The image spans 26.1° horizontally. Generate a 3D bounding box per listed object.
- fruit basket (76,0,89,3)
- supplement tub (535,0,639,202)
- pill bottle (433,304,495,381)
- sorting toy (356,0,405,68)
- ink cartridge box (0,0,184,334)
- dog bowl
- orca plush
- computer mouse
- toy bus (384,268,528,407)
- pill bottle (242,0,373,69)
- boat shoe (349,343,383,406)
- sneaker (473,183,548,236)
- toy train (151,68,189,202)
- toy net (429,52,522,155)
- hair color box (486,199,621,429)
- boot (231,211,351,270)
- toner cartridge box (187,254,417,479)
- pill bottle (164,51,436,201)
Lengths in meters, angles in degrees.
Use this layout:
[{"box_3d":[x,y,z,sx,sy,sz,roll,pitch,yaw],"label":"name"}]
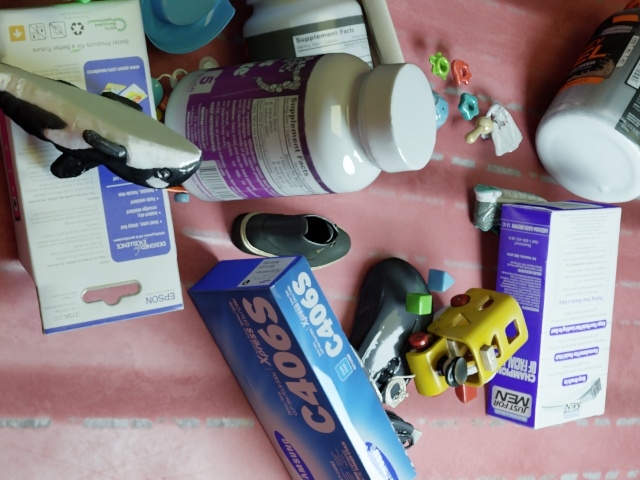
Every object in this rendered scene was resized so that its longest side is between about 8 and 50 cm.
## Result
[{"box_3d":[-0.292,-0.497,1.522,0.392,0.283,0.392,-9,107,-32],"label":"fruit basket"},{"box_3d":[0.511,-0.242,2.286,0.207,0.207,0.338,53,54,-27],"label":"supplement tub"},{"box_3d":[0.217,0.159,2.074,0.067,0.067,0.120,-51,120,-33],"label":"pill bottle"},{"box_3d":[0.075,-0.281,1.883,0.038,0.208,0.193,-21,104,-8],"label":"sorting toy"},{"box_3d":[-0.273,-0.088,1.596,0.175,0.069,0.371,-10,92,-27],"label":"ink cartridge box"},{"box_3d":[-0.138,-0.374,1.687,0.297,0.074,0.166,-56,148,3],"label":"dog bowl"},{"box_3d":[-0.280,-0.106,1.507,0.287,0.151,0.102,16,114,-28],"label":"orca plush"},{"box_3d":[0.106,0.154,1.965,0.188,0.072,0.272,28,68,-38],"label":"computer mouse"},{"box_3d":[0.205,0.155,1.947,0.191,0.104,0.202,17,84,-45],"label":"toy bus"},{"box_3d":[-0.013,-0.229,1.818,0.161,0.161,0.283,-18,99,-43],"label":"pill bottle"},{"box_3d":[0.017,0.167,1.865,0.206,0.075,0.065,57,26,-2],"label":"boat shoe"},{"box_3d":[0.296,-0.043,2.179,0.166,0.065,0.076,7,99,-40],"label":"sneaker"},{"box_3d":[-0.206,-0.129,1.709,0.125,0.046,0.166,-4,93,-45],"label":"toy train"},{"box_3d":[0.227,-0.203,2.128,0.232,0.045,0.122,19,73,-43],"label":"toy net"},{"box_3d":[0.365,0.111,2.155,0.185,0.110,0.339,-3,98,-44],"label":"hair color box"},{"box_3d":[0.000,0.000,1.830,0.198,0.137,0.077,2,86,-44],"label":"boot"},{"box_3d":[-0.022,0.185,1.778,0.075,0.165,0.348,-43,115,-36],"label":"toner cartridge box"},{"box_3d":[-0.022,-0.137,1.653,0.169,0.301,0.169,10,79,-61],"label":"pill bottle"}]
